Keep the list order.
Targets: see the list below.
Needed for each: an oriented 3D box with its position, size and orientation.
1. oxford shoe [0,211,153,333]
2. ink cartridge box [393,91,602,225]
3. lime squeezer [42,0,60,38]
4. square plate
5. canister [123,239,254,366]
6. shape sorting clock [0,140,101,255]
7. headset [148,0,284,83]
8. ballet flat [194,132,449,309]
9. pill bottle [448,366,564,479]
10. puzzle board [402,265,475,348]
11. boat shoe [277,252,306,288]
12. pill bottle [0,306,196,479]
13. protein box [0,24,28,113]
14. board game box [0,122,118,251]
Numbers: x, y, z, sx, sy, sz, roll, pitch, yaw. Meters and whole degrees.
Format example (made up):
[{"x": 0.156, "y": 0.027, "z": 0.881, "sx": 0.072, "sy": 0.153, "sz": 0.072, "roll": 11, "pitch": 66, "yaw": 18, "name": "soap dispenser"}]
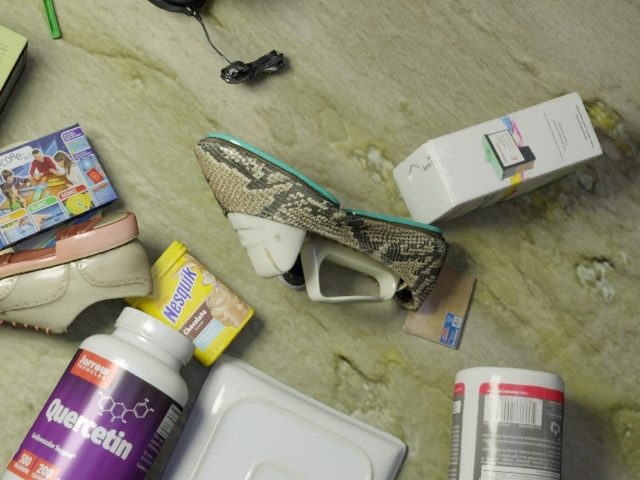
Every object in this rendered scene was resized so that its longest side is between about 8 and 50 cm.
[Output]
[{"x": -0.441, "y": 0.087, "z": 1.875, "sx": 0.397, "sy": 0.140, "sz": 0.146, "roll": -19, "pitch": 103, "yaw": 2, "name": "oxford shoe"}, {"x": 0.285, "y": -0.127, "z": 2.078, "sx": 0.278, "sy": 0.201, "sz": 0.117, "roll": -19, "pitch": 83, "yaw": -16, "name": "ink cartridge box"}, {"x": -0.452, "y": -0.485, "z": 2.031, "sx": 0.059, "sy": 0.110, "sz": 0.310, "roll": -19, "pitch": 115, "yaw": -33, "name": "lime squeezer"}, {"x": -0.075, "y": 0.398, "z": 1.963, "sx": 0.344, "sy": 0.049, "sz": 0.347, "roll": 27, "pitch": 74, "yaw": -7, "name": "square plate"}, {"x": -0.203, "y": 0.100, "z": 1.981, "sx": 0.170, "sy": 0.073, "sz": 0.126, "roll": 41, "pitch": 74, "yaw": -4, "name": "canister"}, {"x": -0.445, "y": -0.054, "z": 1.969, "sx": 0.206, "sy": 0.040, "sz": 0.206, "roll": 2, "pitch": 83, "yaw": -16, "name": "shape sorting clock"}, {"x": -0.177, "y": -0.446, "z": 2.034, "sx": 0.185, "sy": 0.243, "sz": 0.394, "roll": -22, "pitch": 99, "yaw": -36, "name": "headset"}, {"x": 0.000, "y": 0.000, "z": 1.947, "sx": 0.483, "sy": 0.164, "sz": 0.182, "roll": 23, "pitch": 78, "yaw": -34, "name": "ballet flat"}, {"x": 0.289, "y": 0.367, "z": 1.991, "sx": 0.176, "sy": 0.176, "sz": 0.318, "roll": 8, "pitch": 77, "yaw": -12, "name": "pill bottle"}, {"x": 0.197, "y": 0.106, "z": 2.109, "sx": 0.096, "sy": 0.011, "sz": 0.128, "roll": 20, "pitch": 75, "yaw": -10, "name": "puzzle board"}, {"x": -0.070, "y": -0.033, "z": 2.038, "sx": 0.080, "sy": 0.076, "sz": 0.228, "roll": -17, "pitch": 83, "yaw": -16, "name": "boat shoe"}, {"x": -0.315, "y": 0.266, "z": 1.858, "sx": 0.181, "sy": 0.181, "sz": 0.323, "roll": 30, "pitch": 75, "yaw": -6, "name": "pill bottle"}, {"x": -0.581, "y": -0.246, "z": 1.926, "sx": 0.200, "sy": 0.136, "sz": 0.201, "roll": 26, "pitch": 73, "yaw": -8, "name": "protein box"}, {"x": -0.426, "y": -0.083, "z": 1.921, "sx": 0.201, "sy": 0.035, "sz": 0.136, "roll": -26, "pitch": 86, "yaw": -33, "name": "board game box"}]
